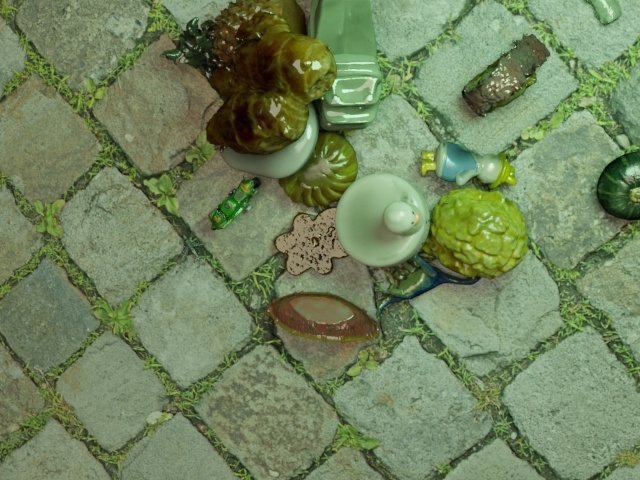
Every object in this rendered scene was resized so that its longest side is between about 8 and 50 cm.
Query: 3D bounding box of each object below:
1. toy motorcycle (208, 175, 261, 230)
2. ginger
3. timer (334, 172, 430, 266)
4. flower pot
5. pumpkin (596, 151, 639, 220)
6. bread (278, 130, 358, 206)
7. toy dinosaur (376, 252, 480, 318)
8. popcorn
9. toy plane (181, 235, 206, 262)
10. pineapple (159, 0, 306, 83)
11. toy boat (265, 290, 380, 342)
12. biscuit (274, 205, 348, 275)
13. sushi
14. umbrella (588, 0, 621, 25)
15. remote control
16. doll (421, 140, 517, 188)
[{"bbox_3d":[-0.232,-0.093,1.707,0.074,0.106,0.190,44,102,2],"label":"toy motorcycle"},{"bbox_3d":[-0.134,-0.334,1.441,0.274,0.152,0.357,43,121,14],"label":"ginger"},{"bbox_3d":[0.145,-0.049,1.563,0.233,0.240,0.233,-2,85,24],"label":"timer"},{"bbox_3d":[0.055,-0.448,1.542,0.164,0.254,0.367,-5,94,-4],"label":"flower pot"},{"bbox_3d":[0.743,-0.128,1.535,0.167,0.125,0.167,12,117,23],"label":"pumpkin"},{"bbox_3d":[-0.010,-0.182,1.665,0.213,0.105,0.213,1,99,7],"label":"bread"},{"bbox_3d":[0.269,0.134,1.675,0.188,0.075,0.248,36,95,-6],"label":"toy dinosaur"},{"bbox_3d":[0.366,-0.012,1.581,0.237,0.206,0.251,46,133,-12],"label":"popcorn"},{"bbox_3d":[-0.353,0.021,1.780,0.078,0.024,0.084,-33,90,-7],"label":"toy plane"},{"bbox_3d":[-0.218,-0.486,1.624,0.357,0.223,0.223,-5,95,19],"label":"pineapple"},{"bbox_3d":[0.002,0.201,1.711,0.318,0.099,0.141,12,57,8],"label":"toy boat"},{"bbox_3d":[0.000,0.000,1.714,0.236,0.039,0.180,-24,90,10],"label":"biscuit"},{"bbox_3d":[0.438,-0.390,1.561,0.107,0.241,0.161,49,144,-9],"label":"sushi"},{"bbox_3d":[0.658,-0.579,1.537,0.067,0.062,0.143,-36,91,42],"label":"umbrella"},{"bbox_3d":[-0.138,-0.272,1.623,0.332,0.103,0.221,17,96,40],"label":"remote control"},{"bbox_3d":[0.367,-0.184,1.595,0.241,0.135,0.099,12,104,-3],"label":"doll"}]
